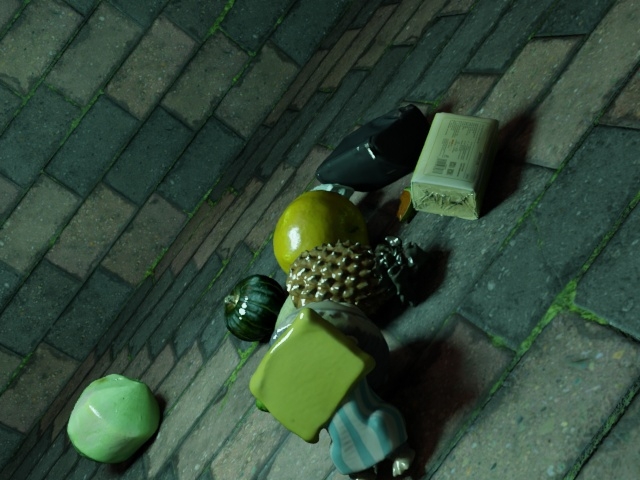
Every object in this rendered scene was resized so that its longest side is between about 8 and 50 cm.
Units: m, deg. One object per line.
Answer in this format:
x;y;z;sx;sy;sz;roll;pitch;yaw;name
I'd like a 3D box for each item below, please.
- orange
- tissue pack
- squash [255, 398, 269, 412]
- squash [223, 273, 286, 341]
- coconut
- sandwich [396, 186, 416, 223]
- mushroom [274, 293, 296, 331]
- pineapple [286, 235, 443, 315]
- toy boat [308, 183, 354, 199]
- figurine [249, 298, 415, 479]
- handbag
0.000;0.000;1.934;0.235;0.279;0.279;-18;39;33;orange
0.322;-0.178;1.689;0.159;0.125;0.234;10;57;20;tissue pack
-0.068;0.325;1.843;0.292;0.082;0.082;-58;23;-7;squash
-0.201;0.204;2.158;0.218;0.172;0.218;-47;3;4;squash
-0.699;0.598;2.434;0.328;0.281;0.328;-40;-15;-13;coconut
0.239;-0.098;1.929;0.067;0.029;0.135;-40;26;41;sandwich
-0.050;0.169;2.037;0.107;0.087;0.333;-23;34;52;mushroom
0.114;0.091;1.682;0.357;0.223;0.223;-16;36;18;pineapple
-0.019;-0.066;2.127;0.290;0.199;0.100;-52;58;26;toy boat
0.081;0.279;1.499;0.266;0.361;0.378;-38;-7;26;figurine
0.162;-0.241;2.099;0.302;0.178;0.275;-23;22;48;handbag
